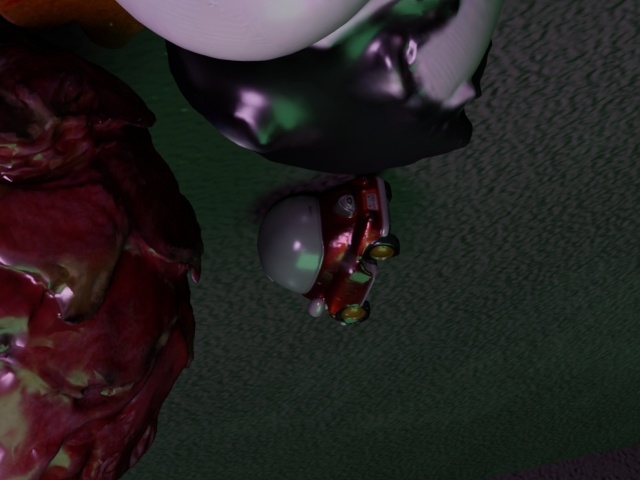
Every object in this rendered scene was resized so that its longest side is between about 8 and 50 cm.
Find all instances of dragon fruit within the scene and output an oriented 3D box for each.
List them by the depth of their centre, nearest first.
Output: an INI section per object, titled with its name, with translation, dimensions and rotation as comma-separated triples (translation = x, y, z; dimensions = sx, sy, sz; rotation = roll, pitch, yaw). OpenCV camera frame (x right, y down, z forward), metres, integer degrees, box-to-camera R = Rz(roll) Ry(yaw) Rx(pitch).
[dragon fruit]
translation = -0.225, 0.017, 0.931
dimensions = 0.329, 0.329, 0.329
rotation = -15, 159, -6

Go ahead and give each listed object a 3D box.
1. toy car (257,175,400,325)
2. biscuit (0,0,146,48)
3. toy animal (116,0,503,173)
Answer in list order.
[toy car]
translation = 0.000, 0.000, 1.354
dimensions = 0.112, 0.112, 0.139
rotation = 8, 141, -17
[biscuit]
translation = -0.134, -0.178, 0.882
dimensions = 0.280, 0.043, 0.183
rotation = 3, 146, -30
[toy animal]
translation = -0.005, -0.163, 0.754
dimensions = 0.212, 0.213, 0.267
rotation = -20, 150, 8
